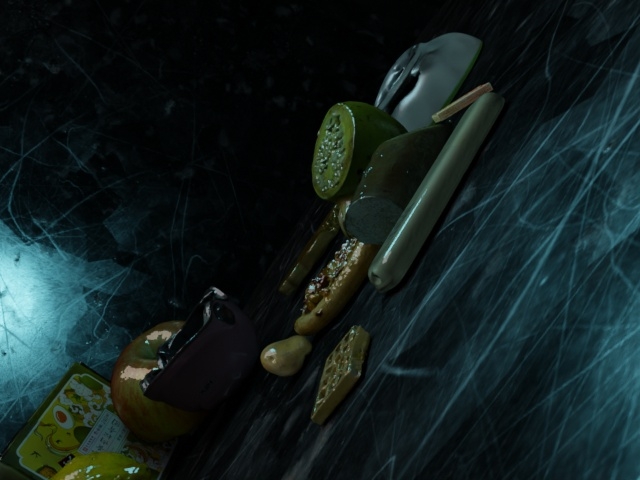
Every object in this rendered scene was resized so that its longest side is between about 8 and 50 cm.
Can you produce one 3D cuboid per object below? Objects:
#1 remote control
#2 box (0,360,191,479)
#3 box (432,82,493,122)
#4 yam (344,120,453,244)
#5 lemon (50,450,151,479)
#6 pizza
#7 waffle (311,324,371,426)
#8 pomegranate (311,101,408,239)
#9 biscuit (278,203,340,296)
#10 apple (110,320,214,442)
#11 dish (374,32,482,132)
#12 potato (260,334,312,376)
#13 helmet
[{"bbox_3d":[0.150,-0.067,1.093,0.309,0.038,0.090,-57,4,-19],"label":"remote control"},{"bbox_3d":[-0.570,0.549,2.118,0.138,0.373,0.420,-53,6,27],"label":"box"},{"bbox_3d":[0.219,-0.213,1.302,0.093,0.015,0.058,-32,7,1],"label":"box"},{"bbox_3d":[0.124,-0.107,1.273,0.106,0.106,0.259,-51,9,49],"label":"yam"},{"bbox_3d":[-0.477,0.581,1.790,0.320,0.245,0.245,-45,8,15],"label":"lemon"},{"bbox_3d":[0.023,0.069,1.328,0.246,0.058,0.127,-49,8,41],"label":"pizza"},{"bbox_3d":[0.027,0.151,0.990,0.092,0.021,0.135,-56,6,25],"label":"waffle"},{"bbox_3d":[0.091,-0.126,1.473,0.240,0.159,0.190,-103,31,-44],"label":"pomegranate"},{"bbox_3d":[0.000,0.001,2.058,0.319,0.047,0.183,-59,8,-29],"label":"biscuit"},{"bbox_3d":[-0.384,0.374,2.157,0.301,0.302,0.301,-56,5,7],"label":"apple"},{"bbox_3d":[0.193,-0.315,1.765,0.324,0.124,0.324,-56,5,7],"label":"dish"},{"bbox_3d":[-0.052,0.181,1.327,0.083,0.068,0.062,-43,-40,-21],"label":"potato"},{"bbox_3d":[-0.250,0.268,1.876,0.271,0.197,0.338,-48,13,10],"label":"helmet"}]
